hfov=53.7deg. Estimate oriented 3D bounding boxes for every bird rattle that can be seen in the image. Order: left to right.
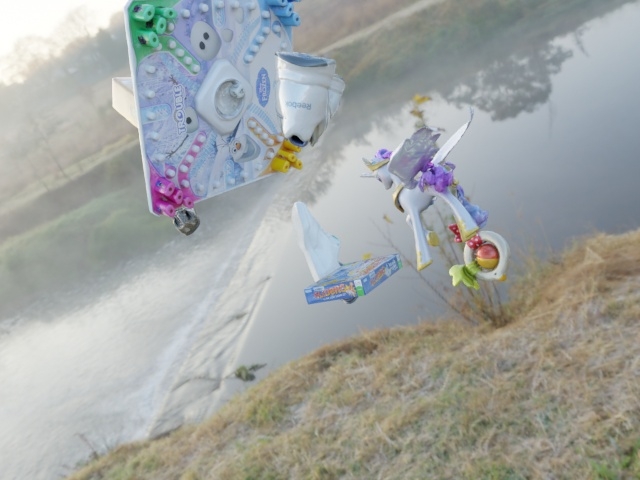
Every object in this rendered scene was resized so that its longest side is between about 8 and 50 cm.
[{"bbox_3d":[0.529,0.040,2.066,0.207,0.253,0.143,9,2,44],"label":"bird rattle"}]

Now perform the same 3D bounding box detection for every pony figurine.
[{"bbox_3d":[0.284,-0.152,1.675,0.303,0.363,0.351,-19,-17,-45],"label":"pony figurine"}]

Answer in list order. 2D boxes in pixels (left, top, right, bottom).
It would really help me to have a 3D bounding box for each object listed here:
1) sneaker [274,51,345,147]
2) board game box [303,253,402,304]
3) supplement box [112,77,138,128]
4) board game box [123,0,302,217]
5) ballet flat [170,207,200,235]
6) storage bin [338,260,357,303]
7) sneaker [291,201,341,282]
[{"bbox_3d":[-0.028,-0.212,0.990,0.111,0.129,0.297,10,8,6],"label":"sneaker"},{"bbox_3d":[0.072,0.078,1.316,0.136,0.035,0.201,-12,7,29],"label":"board game box"},{"bbox_3d":[-0.408,-0.313,1.470,0.080,0.078,0.233,-11,34,-33],"label":"supplement box"},{"bbox_3d":[-0.177,-0.275,1.230,0.050,0.390,0.390,22,33,36],"label":"board game box"},{"bbox_3d":[-0.363,-0.087,1.600,0.084,0.058,0.250,-43,34,2],"label":"ballet flat"},{"bbox_3d":[0.036,0.093,1.628,0.098,0.091,0.135,-51,42,-7],"label":"storage bin"},{"bbox_3d":[0.000,0.000,1.513,0.094,0.212,0.080,-21,1,-16],"label":"sneaker"}]
